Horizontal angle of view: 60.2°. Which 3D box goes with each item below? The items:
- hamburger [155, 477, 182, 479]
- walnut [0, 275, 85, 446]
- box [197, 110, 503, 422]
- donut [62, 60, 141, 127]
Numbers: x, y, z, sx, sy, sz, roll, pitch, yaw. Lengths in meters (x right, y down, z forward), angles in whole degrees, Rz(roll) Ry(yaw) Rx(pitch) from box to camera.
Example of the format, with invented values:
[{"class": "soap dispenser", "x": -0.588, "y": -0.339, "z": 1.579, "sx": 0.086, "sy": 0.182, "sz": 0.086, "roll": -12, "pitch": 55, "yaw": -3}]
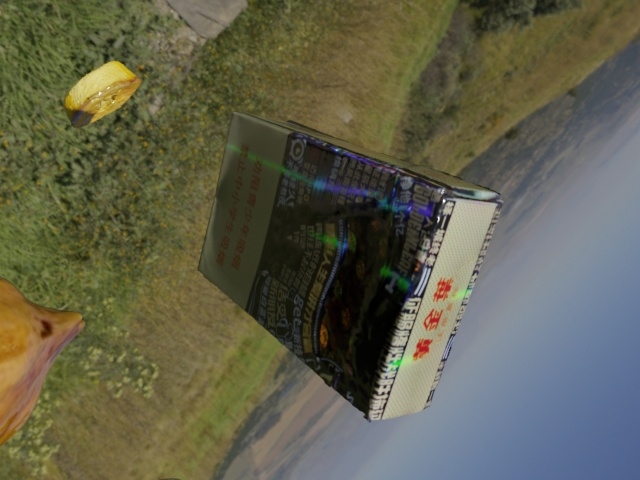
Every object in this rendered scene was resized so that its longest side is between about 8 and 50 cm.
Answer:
[{"class": "hamburger", "x": -0.262, "y": 0.466, "z": 0.911, "sx": 0.062, "sy": 0.133, "sz": 0.140, "roll": 80, "pitch": 9, "yaw": -47}, {"class": "walnut", "x": -0.335, "y": 0.112, "z": 0.389, "sx": 0.336, "sy": 0.209, "sz": 0.209, "roll": -15, "pitch": 147, "yaw": -38}, {"class": "box", "x": 0.000, "y": 0.000, "z": 0.539, "sx": 0.084, "sy": 0.310, "sz": 0.198, "roll": 3, "pitch": 109, "yaw": -41}, {"class": "donut", "x": -0.467, "y": -0.310, "z": 1.160, "sx": 0.178, "sy": 0.065, "sz": 0.162, "roll": -29, "pitch": -168, "yaw": 30}]
